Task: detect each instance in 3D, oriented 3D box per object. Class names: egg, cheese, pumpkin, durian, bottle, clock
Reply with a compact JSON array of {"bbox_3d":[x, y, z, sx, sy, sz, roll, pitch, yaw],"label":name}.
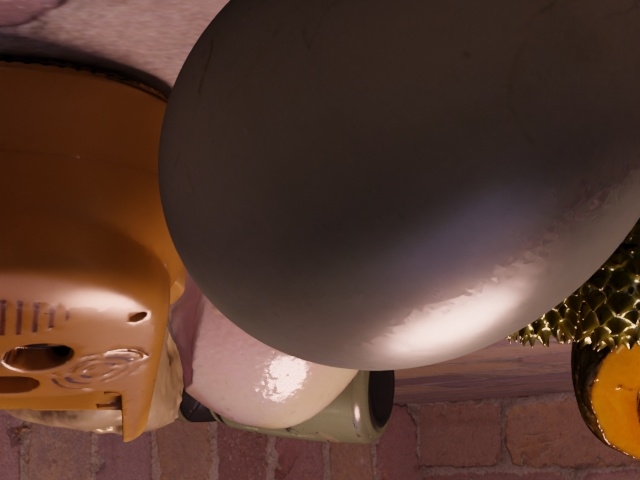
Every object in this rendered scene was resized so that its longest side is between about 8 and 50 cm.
[{"bbox_3d":[-0.053,0.098,1.379,0.206,0.162,0.271,13,175,6],"label":"egg"},{"bbox_3d":[-0.264,0.125,1.600,0.251,0.174,0.248,6,171,-8],"label":"cheese"},{"bbox_3d":[0.438,0.123,1.600,0.317,0.222,0.139,0,-162,2],"label":"pumpkin"},{"bbox_3d":[0.178,0.007,0.995,0.198,0.146,0.159,-22,155,33],"label":"durian"},{"bbox_3d":[-0.075,0.203,2.093,0.347,0.169,0.168,1,171,18],"label":"bottle"},{"bbox_3d":[-0.194,0.006,0.899,0.244,0.200,0.317,-1,163,-14],"label":"clock"},{"bbox_3d":[0.037,-0.041,0.598,0.182,0.183,0.264,5,163,-32],"label":"egg"}]
